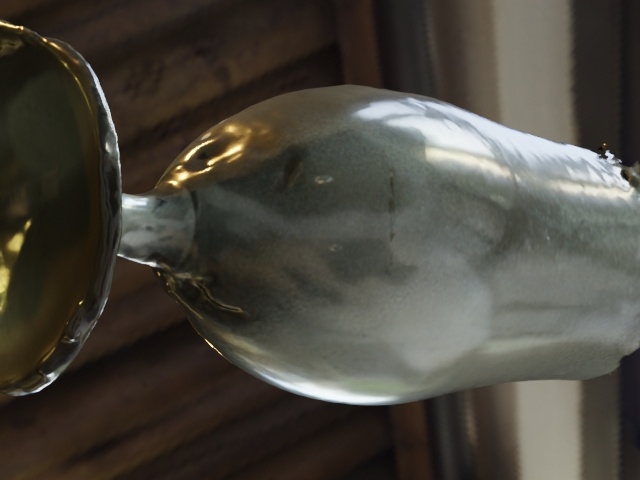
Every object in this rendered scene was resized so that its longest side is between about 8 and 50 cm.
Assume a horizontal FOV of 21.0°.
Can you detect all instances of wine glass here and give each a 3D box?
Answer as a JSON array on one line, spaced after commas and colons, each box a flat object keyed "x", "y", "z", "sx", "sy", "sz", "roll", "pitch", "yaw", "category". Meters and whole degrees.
[{"x": 0.000, "y": 0.000, "z": 0.520, "sx": 0.222, "sy": 0.103, "sz": 0.103, "roll": 6, "pitch": -60, "yaw": -38, "category": "wine glass"}]
